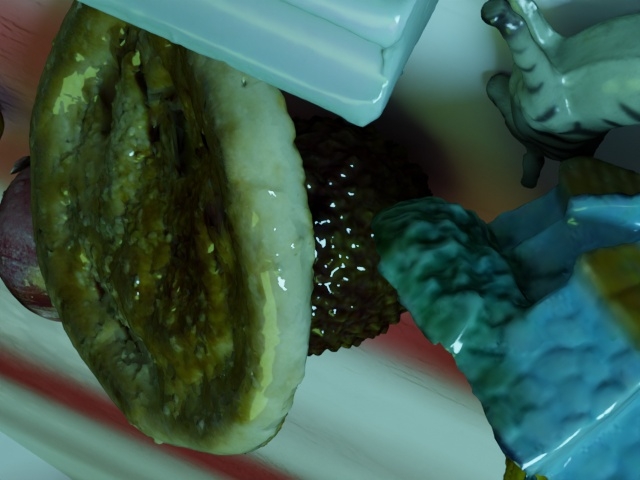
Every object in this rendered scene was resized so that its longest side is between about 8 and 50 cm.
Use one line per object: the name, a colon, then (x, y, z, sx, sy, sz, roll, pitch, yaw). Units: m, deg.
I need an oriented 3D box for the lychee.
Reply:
lychee: (0.000, 0.000, 0.880, 0.188, 0.188, 0.188, 22, 155, 11)

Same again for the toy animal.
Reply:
toy animal: (0.162, -0.092, 0.663, 0.217, 0.073, 0.176, -2, 149, 39)

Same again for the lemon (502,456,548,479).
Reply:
lemon: (0.279, 0.201, 0.891, 0.310, 0.258, 0.258, 30, 159, 24)

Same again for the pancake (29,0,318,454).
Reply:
pancake: (-0.113, -0.029, 0.816, 0.065, 0.356, 0.356, -5, 176, -36)

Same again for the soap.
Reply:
soap: (-0.066, -0.191, 0.563, 0.290, 0.172, 0.095, 24, 154, 7)

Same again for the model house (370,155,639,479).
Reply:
model house: (0.198, 0.028, 0.688, 0.226, 0.241, 0.261, 59, -169, 26)

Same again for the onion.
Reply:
onion: (-0.199, 0.003, 1.104, 0.195, 0.159, 0.159, 9, 150, 28)

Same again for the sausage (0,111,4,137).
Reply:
sausage: (-0.406, -0.149, 1.072, 0.274, 0.105, 0.105, 36, 154, -19)
